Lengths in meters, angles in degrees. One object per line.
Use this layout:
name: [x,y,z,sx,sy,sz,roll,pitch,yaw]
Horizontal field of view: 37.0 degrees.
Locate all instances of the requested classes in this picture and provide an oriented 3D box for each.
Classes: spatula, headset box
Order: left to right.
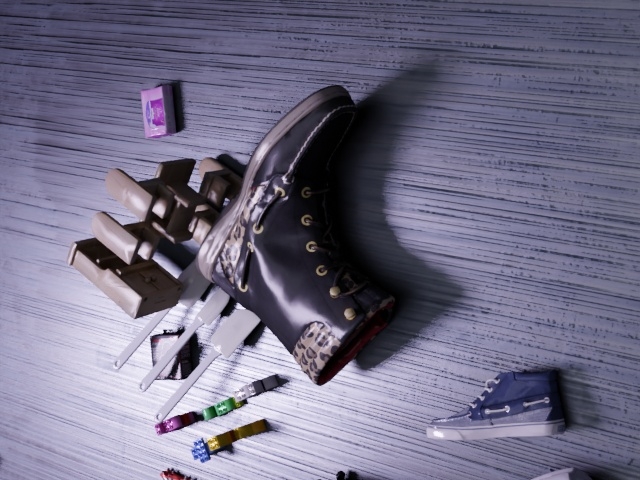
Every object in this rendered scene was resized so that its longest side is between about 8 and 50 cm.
headset box: [-0.247,0.188,1.580,0.062,0.032,0.083,-4,92,30]
spatula: [-0.223,0.160,1.539,0.168,0.019,0.242,45,99,22]

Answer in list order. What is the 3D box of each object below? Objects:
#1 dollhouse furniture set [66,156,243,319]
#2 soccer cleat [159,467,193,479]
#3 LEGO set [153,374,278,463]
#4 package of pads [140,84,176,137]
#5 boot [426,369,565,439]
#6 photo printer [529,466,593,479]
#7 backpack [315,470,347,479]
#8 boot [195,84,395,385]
dollhouse furniture set: [-0.272,-0.029,1.479,0.161,0.212,0.242,36,117,24]
soccer cleat: [-0.235,0.408,1.588,0.083,0.029,0.036,17,110,32]
LEGO set: [-0.168,0.295,1.504,0.227,0.093,0.087,-29,79,28]
package of pads: [-0.265,-0.211,1.570,0.050,0.032,0.083,-6,90,32]
boot: [0.232,0.222,1.291,0.189,0.069,0.086,-8,81,22]
photo printer: [0.318,0.464,1.223,0.256,0.107,0.308,-43,72,24]
backpack: [0.061,0.425,1.367,0.182,0.115,0.152,4,92,27]
boot: [0.000,0.000,1.365,0.284,0.138,0.377,48,117,21]
